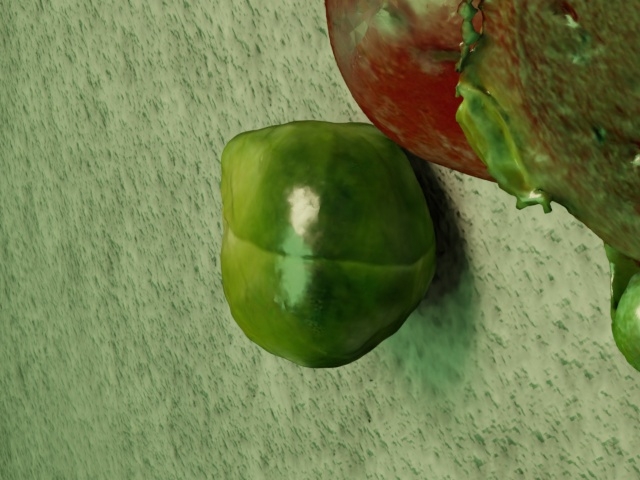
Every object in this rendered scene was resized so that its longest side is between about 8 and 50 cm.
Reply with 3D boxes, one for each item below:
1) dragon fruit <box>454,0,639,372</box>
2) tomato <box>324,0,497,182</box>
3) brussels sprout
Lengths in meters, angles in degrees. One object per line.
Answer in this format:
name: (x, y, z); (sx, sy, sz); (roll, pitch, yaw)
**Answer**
dragon fruit: (0.164, -0.078, 0.528); (0.268, 0.130, 0.295); (31, 137, 5)
tomato: (0.060, -0.100, 0.822); (0.189, 0.099, 0.173); (55, 148, 30)
brussels sprout: (0.004, 0.002, 0.987); (0.155, 0.117, 0.155); (-177, 90, -76)
